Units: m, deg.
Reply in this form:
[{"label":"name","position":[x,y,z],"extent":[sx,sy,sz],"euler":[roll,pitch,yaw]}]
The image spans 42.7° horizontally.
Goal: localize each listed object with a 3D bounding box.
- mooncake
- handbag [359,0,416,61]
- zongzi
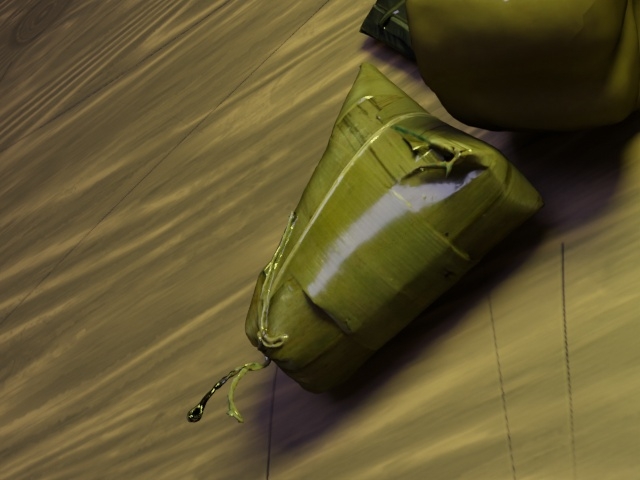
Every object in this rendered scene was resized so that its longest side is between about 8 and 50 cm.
[{"label":"mooncake","position":[0.254,-0.298,0.876],"extent":[0.200,0.378,0.379],"euler":[9,66,32]},{"label":"handbag","position":[0.173,-0.346,1.176],"extent":[0.211,0.088,0.254],"euler":[-56,43,11]},{"label":"zongzi","position":[0.000,0.000,1.010],"extent":[0.447,0.181,0.418],"euler":[-43,38,8]}]
